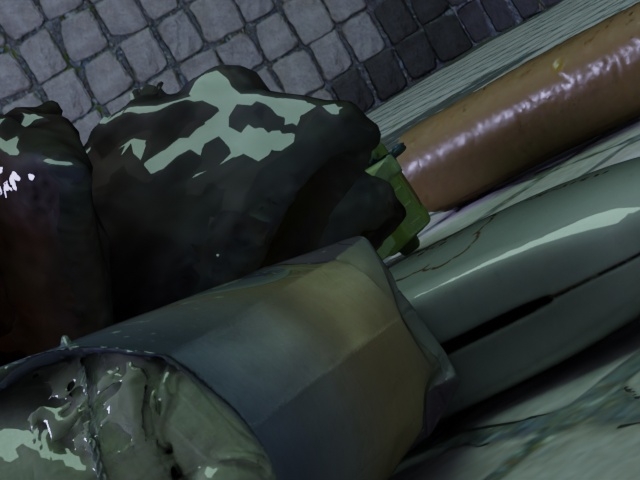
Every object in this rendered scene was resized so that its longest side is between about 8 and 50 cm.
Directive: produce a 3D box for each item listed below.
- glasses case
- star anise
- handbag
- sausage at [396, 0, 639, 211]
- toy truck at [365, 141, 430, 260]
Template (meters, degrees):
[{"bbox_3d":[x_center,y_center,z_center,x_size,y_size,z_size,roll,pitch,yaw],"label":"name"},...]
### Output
[{"bbox_3d":[0.044,0.026,0.565,0.193,0.049,0.074,-29,6,27],"label":"glasses case"},{"bbox_3d":[-0.112,0.037,0.655,0.331,0.118,0.332,-27,-15,-8],"label":"star anise"},{"bbox_3d":[-0.038,0.066,0.468,0.117,0.095,0.173,-38,-5,21],"label":"handbag"},{"bbox_3d":[0.165,-0.094,0.995,0.301,0.066,0.066,-25,7,39],"label":"sausage"},{"bbox_3d":[0.000,0.000,0.934,0.100,0.077,0.169,-31,3,32],"label":"toy truck"}]
